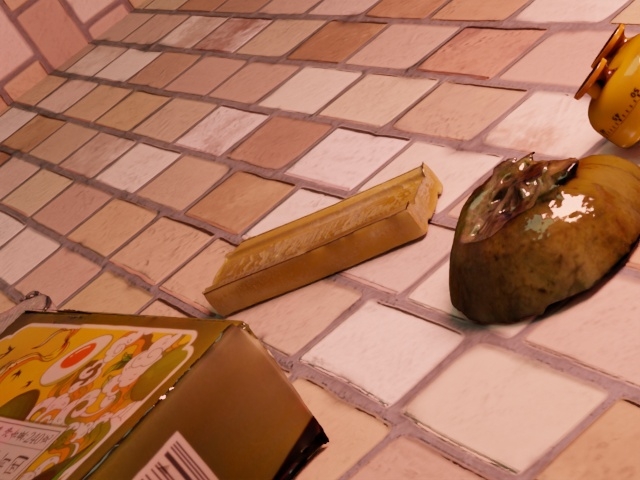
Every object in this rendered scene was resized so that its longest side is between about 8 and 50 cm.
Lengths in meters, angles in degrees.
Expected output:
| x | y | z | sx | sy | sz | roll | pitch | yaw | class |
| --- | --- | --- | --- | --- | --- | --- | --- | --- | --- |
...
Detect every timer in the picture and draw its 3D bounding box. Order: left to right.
| x | y | z | sx | sy | sz | roll | pitch | yaw | class |
| --- | --- | --- | --- | --- | --- | --- | --- | --- | --- |
| 0.284 | -0.126 | 1.400 | 0.107 | 0.109 | 0.107 | -56 | -1 | -1 | timer |

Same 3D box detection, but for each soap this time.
| x | y | z | sx | sy | sz | roll | pitch | yaw | class |
| --- | --- | --- | --- | --- | --- | --- | --- | --- | --- |
| 0.000 | 0.001 | 1.597 | 0.252 | 0.037 | 0.092 | -23 | 22 | 30 | soap |

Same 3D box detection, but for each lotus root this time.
| x | y | z | sx | sy | sz | roll | pitch | yaw | class |
| --- | --- | --- | --- | --- | --- | --- | --- | --- | --- |
| 0.174 | -0.021 | 1.331 | 0.183 | 0.078 | 0.203 | -24 | 22 | 25 | lotus root |

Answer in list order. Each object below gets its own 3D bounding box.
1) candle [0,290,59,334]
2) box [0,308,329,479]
| x | y | z | sx | sy | sz | roll | pitch | yaw | class |
| --- | --- | --- | --- | --- | --- | --- | --- | --- | --- |
| -0.366 | 0.141 | 1.788 | 0.192 | 0.068 | 0.168 | -21 | 27 | 32 | candle |
| -0.252 | 0.226 | 1.350 | 0.373 | 0.138 | 0.420 | -45 | 24 | -26 | box |
